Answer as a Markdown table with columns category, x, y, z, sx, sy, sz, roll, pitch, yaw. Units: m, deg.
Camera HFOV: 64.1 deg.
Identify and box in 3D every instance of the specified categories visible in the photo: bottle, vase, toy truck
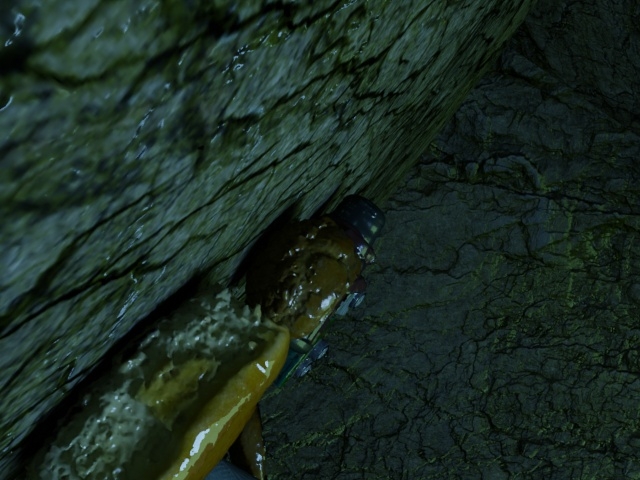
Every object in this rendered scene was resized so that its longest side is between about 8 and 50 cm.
| category | x | y | z | sx | sy | sz | roll | pitch | yaw |
| --- | --- | --- | --- | --- | --- | --- | --- | --- | --- |
| bottle | 0.009 | 0.049 | 0.853 | 0.271 | 0.143 | 0.156 | -53 | 175 | -6 |
| vase | -0.231 | 0.451 | 1.016 | 0.096 | 0.219 | 0.096 | -52 | 175 | -6 |
| toy truck | -0.046 | 0.202 | 1.267 | 0.363 | 0.177 | 0.178 | -51 | 162 | 0 |

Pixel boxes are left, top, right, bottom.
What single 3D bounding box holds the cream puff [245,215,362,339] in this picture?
| category | x | y | z | sx | sy | sz | roll | pitch | yaw |
| --- | --- | --- | --- | --- | --- | --- | --- | --- | --- |
| cream puff | -0.027 | 0.040 | 0.624 | 0.150 | 0.115 | 0.165 | -47 | -174 | 20 |

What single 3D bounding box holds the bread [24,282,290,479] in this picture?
| category | x | y | z | sx | sy | sz | roll | pitch | yaw |
| --- | --- | --- | --- | --- | --- | --- | --- | --- | --- |
| bread | -0.133 | 0.153 | 0.450 | 0.245 | 0.121 | 0.174 | -51 | 174 | -32 |

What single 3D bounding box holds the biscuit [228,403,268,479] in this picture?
| category | x | y | z | sx | sy | sz | roll | pitch | yaw |
| --- | --- | --- | --- | --- | --- | --- | --- | --- | --- |
| biscuit | -0.177 | 0.471 | 1.184 | 0.075 | 0.295 | 0.296 | -5 | 157 | -15 |

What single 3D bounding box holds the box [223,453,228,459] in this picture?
| category | x | y | z | sx | sy | sz | roll | pitch | yaw |
| --- | --- | --- | --- | --- | --- | --- | --- | --- | --- |
| box | -0.312 | 0.510 | 1.149 | 0.073 | 0.139 | 0.194 | -54 | 175 | 12 |

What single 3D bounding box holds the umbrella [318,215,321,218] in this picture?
| category | x | y | z | sx | sy | sz | roll | pitch | yaw |
| --- | --- | --- | --- | --- | --- | --- | --- | --- | --- |
| umbrella | -0.005 | 0.002 | 1.023 | 0.044 | 0.044 | 0.269 | -15 | 165 | -1 |
